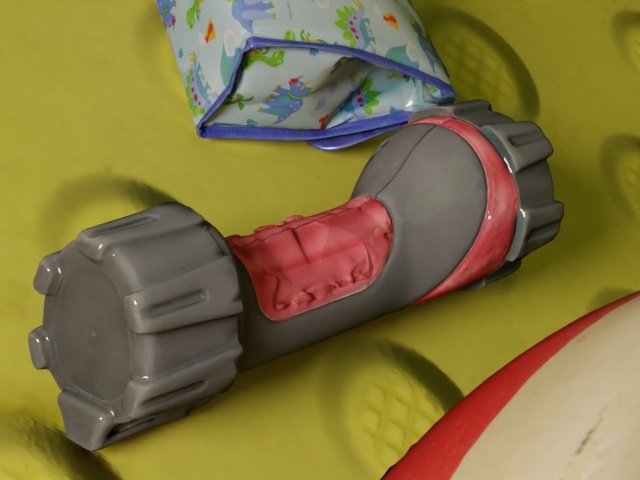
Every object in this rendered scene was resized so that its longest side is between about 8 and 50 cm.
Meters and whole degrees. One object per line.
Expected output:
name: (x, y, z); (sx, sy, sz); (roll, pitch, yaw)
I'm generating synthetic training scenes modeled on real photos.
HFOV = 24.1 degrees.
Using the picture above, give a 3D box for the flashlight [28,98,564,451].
flashlight: (0.000, 0.000, 0.724); (0.304, 0.103, 0.103); (-16, 71, -48)

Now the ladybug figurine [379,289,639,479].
ladybug figurine: (0.119, 0.164, 0.592); (0.449, 0.162, 0.305); (-20, 109, -49)

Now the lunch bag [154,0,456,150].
lunch bag: (-0.008, -0.124, 0.831); (0.151, 0.096, 0.129); (-3, 58, -31)
